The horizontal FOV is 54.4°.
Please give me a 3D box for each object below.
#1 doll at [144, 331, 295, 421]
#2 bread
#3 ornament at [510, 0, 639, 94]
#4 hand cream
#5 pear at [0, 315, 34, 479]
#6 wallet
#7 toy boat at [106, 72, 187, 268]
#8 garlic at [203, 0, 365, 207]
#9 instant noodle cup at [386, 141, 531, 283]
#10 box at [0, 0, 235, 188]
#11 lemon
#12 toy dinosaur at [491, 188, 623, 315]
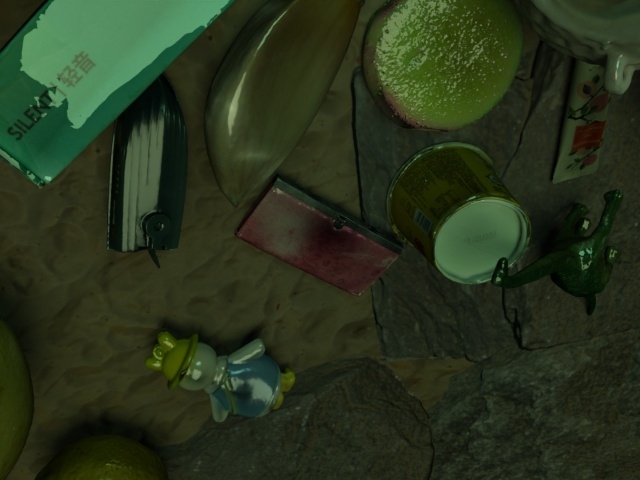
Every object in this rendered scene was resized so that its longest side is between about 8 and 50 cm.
[{"bbox_3d":[-0.152,0.209,0.974,0.241,0.098,0.135,26,133,-23],"label":"doll"},{"bbox_3d":[0.166,-0.247,0.824,0.229,0.033,0.228,-5,121,-9],"label":"bread"},{"bbox_3d":[0.352,-0.352,0.643,0.337,0.337,0.337,-6,120,-10],"label":"ornament"},{"bbox_3d":[0.386,-0.189,0.905,0.080,0.050,0.233,-14,127,-9],"label":"hand cream"},{"bbox_3d":[-0.536,0.208,0.756,0.349,0.348,0.348,-6,120,-10],"label":"pear"},{"bbox_3d":[0.000,0.000,0.924,0.232,0.025,0.119,27,120,-24],"label":"wallet"},{"bbox_3d":[-0.221,-0.096,0.794,0.093,0.103,0.246,-4,109,-38],"label":"toy boat"},{"bbox_3d":[-0.056,-0.197,0.756,0.143,0.112,0.318,23,107,-48],"label":"garlic"},{"bbox_3d":[0.201,-0.031,0.889,0.182,0.144,0.182,-6,121,-10],"label":"instant noodle cup"},{"bbox_3d":[-0.216,-0.227,0.647,0.311,0.205,0.118,-41,118,11],"label":"box"},{"bbox_3d":[-0.346,0.407,0.986,0.231,0.192,0.192,21,113,-23],"label":"lemon"},{"bbox_3d":[0.365,0.074,0.925,0.300,0.087,0.447,-55,138,-26],"label":"toy dinosaur"}]
